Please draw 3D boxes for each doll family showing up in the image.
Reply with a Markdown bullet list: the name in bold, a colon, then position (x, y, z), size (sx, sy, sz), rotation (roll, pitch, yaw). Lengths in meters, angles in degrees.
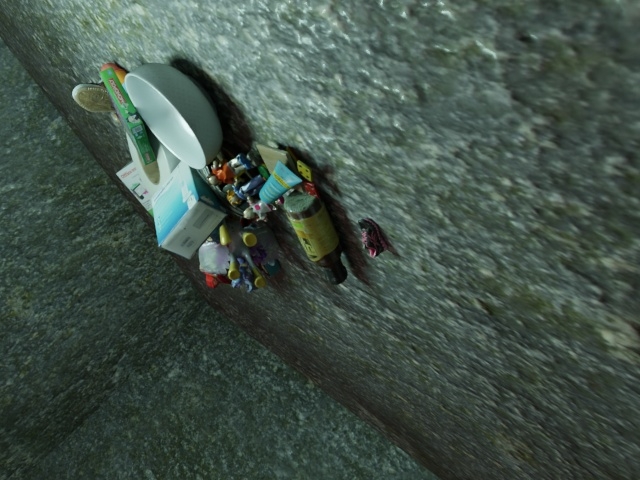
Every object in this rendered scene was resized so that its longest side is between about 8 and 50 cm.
- **doll family**: position (-0.235, -0.173, 1.611), size (0.163, 0.118, 0.263), rotation (-25, 130, 23)

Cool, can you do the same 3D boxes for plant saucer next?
- **plant saucer**: position (-0.279, -0.226, 1.761), size (0.278, 0.041, 0.277), rotation (38, 159, 18)

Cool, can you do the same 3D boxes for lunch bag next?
- **lunch bag**: position (-0.410, 0.070, 2.190), size (0.120, 0.258, 0.293), rotation (15, 168, 6)

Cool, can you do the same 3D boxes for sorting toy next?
- **sorting toy**: position (-0.089, -0.204, 1.429), size (0.275, 0.046, 0.132), rotation (26, 152, 44)

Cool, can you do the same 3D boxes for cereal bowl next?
- **cereal bowl**: position (-0.409, -0.383, 1.571), size (0.339, 0.141, 0.339), rotation (39, 158, 19)

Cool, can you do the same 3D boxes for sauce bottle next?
- **sauce bottle**: position (0.000, 0.000, 1.550), size (0.111, 0.111, 0.344), rotation (25, 151, 43)

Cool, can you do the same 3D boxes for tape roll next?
- **tape roll**: position (-0.627, -0.319, 2.019), size (0.392, 0.072, 0.391), rotation (34, 136, 41)

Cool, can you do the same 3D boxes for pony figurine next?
- **pony figurine**: position (-0.290, 0.017, 1.877), size (0.363, 0.303, 0.350), rotation (-120, 18, -52)

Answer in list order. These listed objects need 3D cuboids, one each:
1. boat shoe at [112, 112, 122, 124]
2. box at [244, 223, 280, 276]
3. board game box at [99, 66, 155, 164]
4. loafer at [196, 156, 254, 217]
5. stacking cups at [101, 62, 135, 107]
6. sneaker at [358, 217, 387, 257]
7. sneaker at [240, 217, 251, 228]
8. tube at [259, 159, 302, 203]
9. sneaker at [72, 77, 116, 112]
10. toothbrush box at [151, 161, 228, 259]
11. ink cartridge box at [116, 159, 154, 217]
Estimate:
- **boat shoe**: position (-0.770, -0.496, 2.138), size (0.073, 0.073, 0.207), rotation (53, 178, -12)
- **box**: position (-0.251, 0.039, 2.171), size (0.101, 0.060, 0.244), rotation (29, 154, 37)
- **board game box**: position (-0.642, -0.406, 1.783), size (0.213, 0.046, 0.317), rotation (59, 165, 7)
- **loafer**: position (-0.306, -0.183, 1.712), size (0.267, 0.096, 0.084), rotation (45, 153, 8)
- **stacking cups**: position (-0.651, -0.520, 1.868), size (0.316, 0.096, 0.096), rotation (42, 159, 22)
- **sneaker**: position (0.127, -0.005, 1.377), size (0.119, 0.057, 0.047), rotation (56, 159, -22)
- **sneaker**: position (-0.349, -0.088, 2.089), size (0.128, 0.087, 0.221), rotation (50, 160, -8)
- **tube**: position (-0.113, -0.155, 1.442), size (0.080, 0.052, 0.207), rotation (37, 155, -9)
- **sneaker**: position (-0.810, -0.548, 1.929), size (0.153, 0.099, 0.282), rotation (47, -159, 14)
- **toothbrush box**: position (-0.453, -0.116, 1.800), size (0.126, 0.216, 0.295), rotation (30, -161, -39)
- **ink cartridge box**: position (-0.733, -0.252, 2.356), size (0.202, 0.117, 0.278), rotation (-22, 114, 35)
